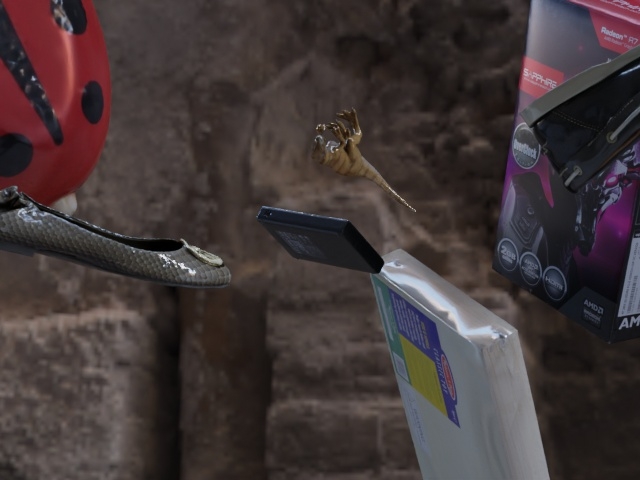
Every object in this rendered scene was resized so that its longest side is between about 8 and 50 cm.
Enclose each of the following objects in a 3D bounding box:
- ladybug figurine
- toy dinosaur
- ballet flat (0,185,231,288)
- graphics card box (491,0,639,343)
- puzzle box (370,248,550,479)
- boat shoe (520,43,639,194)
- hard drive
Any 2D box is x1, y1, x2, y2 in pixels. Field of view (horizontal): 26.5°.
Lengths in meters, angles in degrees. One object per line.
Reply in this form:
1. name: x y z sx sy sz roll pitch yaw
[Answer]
1. ladybug figurine: -0.354 -0.216 1.335 0.162 0.305 0.449 -4 -58 56
2. toy dinosaur: 0.040 -0.109 1.826 0.064 0.112 0.211 -18 -24 35
3. ballet flat: -0.195 -0.001 1.237 0.250 0.058 0.084 13 0 -20
4. graphics card box: 0.322 -0.095 1.579 0.094 0.371 0.233 -10 27 -30
5. puzzle box: 0.182 0.233 1.640 0.052 0.409 0.272 -24 29 -16
6. boat shoe: 0.251 -0.108 0.934 0.233 0.079 0.084 -30 -10 35
7. hard drive: 0.000 0.000 1.618 0.135 0.022 0.094 11 -26 40
